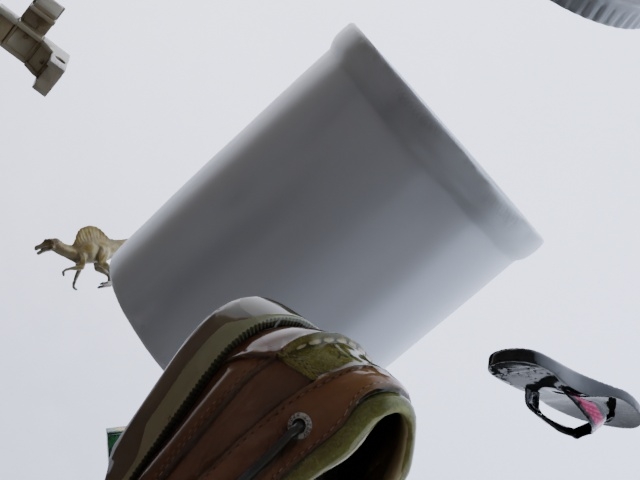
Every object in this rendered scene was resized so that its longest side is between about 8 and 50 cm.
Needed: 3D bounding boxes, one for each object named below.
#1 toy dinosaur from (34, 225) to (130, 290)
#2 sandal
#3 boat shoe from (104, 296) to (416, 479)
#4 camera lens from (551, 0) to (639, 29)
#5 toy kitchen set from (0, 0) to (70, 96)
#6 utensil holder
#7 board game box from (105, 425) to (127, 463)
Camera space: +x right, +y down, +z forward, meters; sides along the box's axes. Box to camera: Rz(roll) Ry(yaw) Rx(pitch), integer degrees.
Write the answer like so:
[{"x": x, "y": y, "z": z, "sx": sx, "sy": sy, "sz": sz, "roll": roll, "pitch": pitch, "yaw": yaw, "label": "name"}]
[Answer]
[{"x": -0.326, "y": 0.023, "z": 1.598, "sx": 0.053, "sy": 0.183, "sz": 0.093, "roll": -17, "pitch": -99, "yaw": 50, "label": "toy dinosaur"}, {"x": 0.197, "y": 0.132, "z": 0.870, "sx": 0.067, "sy": 0.179, "sz": 0.040, "roll": -19, "pitch": -124, "yaw": 41, "label": "sandal"}, {"x": -0.067, "y": 0.173, "z": 0.448, "sx": 0.104, "sy": 0.110, "sz": 0.307, "roll": 27, "pitch": -89, "yaw": 47, "label": "boat shoe"}, {"x": 0.324, "y": -0.384, "z": 1.095, "sx": 0.219, "sy": 0.219, "sz": 0.274, "roll": 48, "pitch": -50, "yaw": 26, "label": "camera lens"}, {"x": -0.280, "y": -0.200, "z": 1.054, "sx": 0.068, "sy": 0.083, "sz": 0.075, "roll": -49, "pitch": -159, "yaw": 12, "label": "toy kitchen set"}, {"x": 0.000, "y": 0.000, "z": 1.228, "sx": 0.385, "sy": 0.327, "sz": 0.327, "roll": -40, "pitch": -114, "yaw": 9, "label": "utensil holder"}, {"x": -0.156, "y": 0.307, "z": 1.460, "sx": 0.030, "sy": 0.259, "sz": 0.136, "roll": -147, "pitch": -125, "yaw": -72, "label": "board game box"}]
